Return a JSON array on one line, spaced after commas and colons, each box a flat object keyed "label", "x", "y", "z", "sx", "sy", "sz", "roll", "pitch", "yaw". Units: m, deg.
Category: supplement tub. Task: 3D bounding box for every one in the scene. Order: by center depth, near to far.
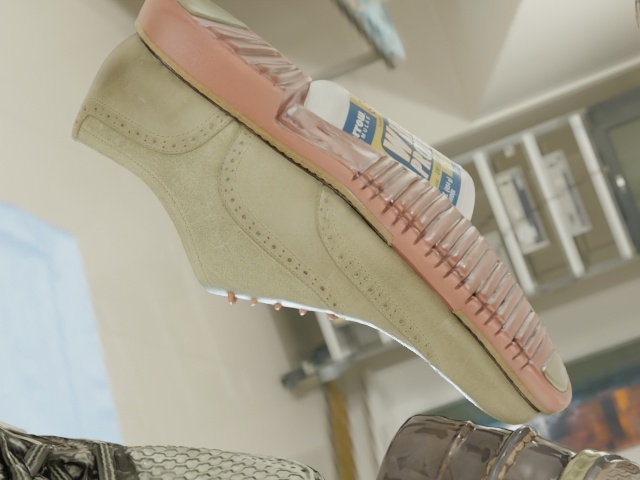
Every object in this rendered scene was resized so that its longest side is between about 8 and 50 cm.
[{"label": "supplement tub", "x": 0.017, "y": -0.047, "z": 1.229, "sx": 0.200, "sy": 0.144, "sz": 0.144, "roll": 32, "pitch": 27, "yaw": -19}]

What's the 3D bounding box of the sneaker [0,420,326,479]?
[{"label": "sneaker", "x": -0.154, "y": 0.101, "z": 0.496, "sx": 0.134, "sy": 0.343, "sz": 0.146, "roll": -118, "pitch": -147, "yaw": -64}]

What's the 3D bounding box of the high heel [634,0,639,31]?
[{"label": "high heel", "x": 0.238, "y": -0.232, "z": 0.917, "sx": 0.261, "sy": 0.093, "sz": 0.186, "roll": 75, "pitch": 2, "yaw": -80}]

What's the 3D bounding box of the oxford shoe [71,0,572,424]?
[{"label": "oxford shoe", "x": 0.000, "y": 0.000, "z": 0.987, "sx": 0.397, "sy": 0.146, "sz": 0.140, "roll": 44, "pitch": 15, "yaw": 9}]

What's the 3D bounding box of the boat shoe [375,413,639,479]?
[{"label": "boat shoe", "x": 0.046, "y": 0.221, "z": 0.690, "sx": 0.132, "sy": 0.130, "sz": 0.355, "roll": -34, "pitch": 147, "yaw": -55}]
